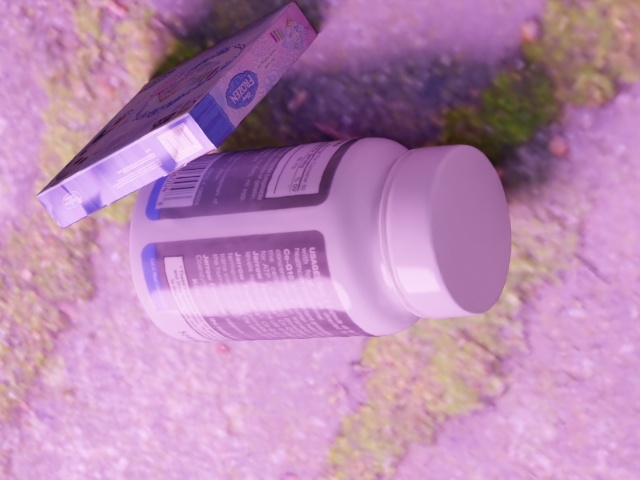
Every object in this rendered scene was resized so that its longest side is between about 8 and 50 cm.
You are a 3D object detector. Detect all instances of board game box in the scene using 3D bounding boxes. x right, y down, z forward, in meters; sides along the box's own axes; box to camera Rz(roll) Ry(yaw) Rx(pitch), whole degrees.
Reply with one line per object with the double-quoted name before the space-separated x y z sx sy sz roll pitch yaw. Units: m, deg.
"board game box" -0.055 -0.049 0.747 0.090 0.090 0.020 -24 110 40

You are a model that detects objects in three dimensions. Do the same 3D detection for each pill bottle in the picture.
"pill bottle" 0.000 0.000 0.758 0.137 0.078 0.078 -3 120 32
